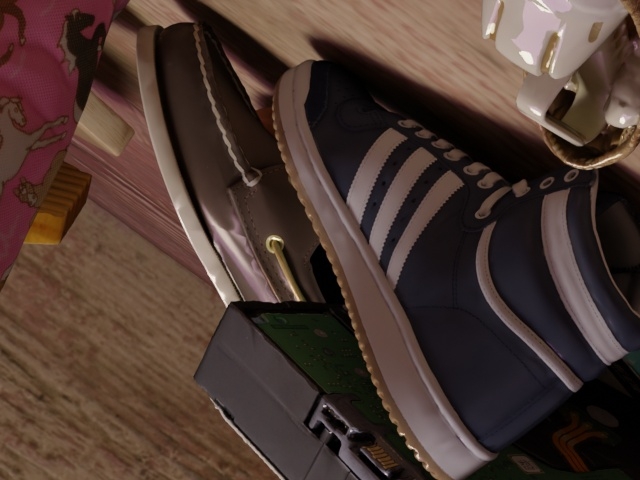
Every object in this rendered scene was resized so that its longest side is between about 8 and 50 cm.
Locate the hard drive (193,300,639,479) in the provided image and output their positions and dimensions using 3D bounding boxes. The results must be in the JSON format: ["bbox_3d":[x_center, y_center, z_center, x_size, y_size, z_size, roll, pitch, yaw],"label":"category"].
[{"bbox_3d":[0.120,0.126,1.102,0.339,0.064,0.237,4,-150,-47],"label":"hard drive"}]

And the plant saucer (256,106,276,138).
[{"bbox_3d":[0.000,0.000,1.322,0.200,0.037,0.200,34,148,25],"label":"plant saucer"}]

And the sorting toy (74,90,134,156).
[{"bbox_3d":[-0.263,-0.197,1.363,0.255,0.089,0.257,28,169,43],"label":"sorting toy"}]

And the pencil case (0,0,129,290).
[{"bbox_3d":[-0.244,-0.052,1.089,0.160,0.386,0.167,19,166,30],"label":"pencil case"}]

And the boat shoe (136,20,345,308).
[{"bbox_3d":[-0.023,0.003,1.220,0.116,0.097,0.324,-50,-60,-72],"label":"boat shoe"}]

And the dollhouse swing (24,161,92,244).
[{"bbox_3d":[-0.357,-0.168,1.602,0.305,0.315,0.347,0,-170,-1],"label":"dollhouse swing"}]

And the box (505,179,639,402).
[{"bbox_3d":[0.112,0.011,1.108,0.244,0.060,0.100,30,171,37],"label":"box"}]

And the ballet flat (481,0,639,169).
[{"bbox_3d":[0.090,-0.075,0.642,0.073,0.067,0.206,32,172,25],"label":"ballet flat"}]

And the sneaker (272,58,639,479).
[{"bbox_3d":[0.079,-0.020,1.006,0.099,0.153,0.282,40,-158,-47],"label":"sneaker"}]
